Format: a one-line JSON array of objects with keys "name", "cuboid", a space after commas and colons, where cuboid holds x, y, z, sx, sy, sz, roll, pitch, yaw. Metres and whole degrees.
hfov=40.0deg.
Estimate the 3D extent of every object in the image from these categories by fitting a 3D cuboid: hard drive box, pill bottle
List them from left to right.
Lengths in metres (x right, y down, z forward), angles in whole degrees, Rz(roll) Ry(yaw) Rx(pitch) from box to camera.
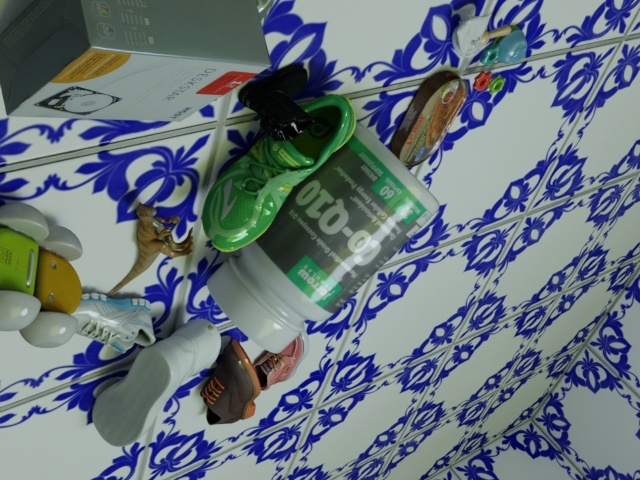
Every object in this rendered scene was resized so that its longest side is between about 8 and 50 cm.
[{"name": "hard drive box", "cuboid": [-0.202, -0.203, 0.954, 0.232, 0.089, 0.181, -7, 169, -46]}, {"name": "pill bottle", "cuboid": [0.000, 0.000, 1.432, 0.361, 0.204, 0.204, -45, 151, 6]}]

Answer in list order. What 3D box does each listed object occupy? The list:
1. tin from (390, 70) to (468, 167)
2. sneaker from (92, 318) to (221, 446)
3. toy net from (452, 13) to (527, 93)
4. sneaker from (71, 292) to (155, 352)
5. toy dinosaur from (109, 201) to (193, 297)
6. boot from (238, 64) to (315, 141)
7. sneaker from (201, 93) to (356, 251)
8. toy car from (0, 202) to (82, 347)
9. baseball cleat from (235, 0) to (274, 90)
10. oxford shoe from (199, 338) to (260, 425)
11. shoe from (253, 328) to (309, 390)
[{"name": "tin", "cuboid": [0.189, -0.212, 1.545, 0.106, 0.040, 0.190, -13, 140, -47]}, {"name": "sneaker", "cuboid": [-0.275, 0.246, 1.532, 0.292, 0.108, 0.169, -45, 171, 39]}, {"name": "toy net", "cuboid": [0.271, -0.324, 1.489, 0.232, 0.045, 0.122, 9, 126, -52]}, {"name": "sneaker", "cuboid": [-0.323, 0.131, 1.339, 0.071, 0.083, 0.190, -40, 152, 30]}, {"name": "toy dinosaur", "cuboid": [-0.249, 0.006, 1.312, 0.112, 0.064, 0.211, 7, 139, -13]}, {"name": "boot", "cuboid": [-0.045, -0.191, 1.228, 0.121, 0.099, 0.045, -27, 145, -27]}, {"name": "sneaker", "cuboid": [-0.067, -0.112, 1.280, 0.295, 0.109, 0.123, -48, 176, -5]}, {"name": "toy car", "cuboid": [-0.393, 0.050, 1.121, 0.136, 0.159, 0.182, -9, 156, 17]}, {"name": "baseball cleat", "cuboid": [-0.104, -0.270, 1.102, 0.206, 0.072, 0.109, -57, 174, 13]}, {"name": "oxford shoe", "cuboid": [-0.181, 0.291, 1.724, 0.098, 0.097, 0.271, -21, 146, -22]}, {"name": "shoe", "cuboid": [-0.083, 0.243, 1.803, 0.081, 0.063, 0.178, -25, 152, -36]}]
